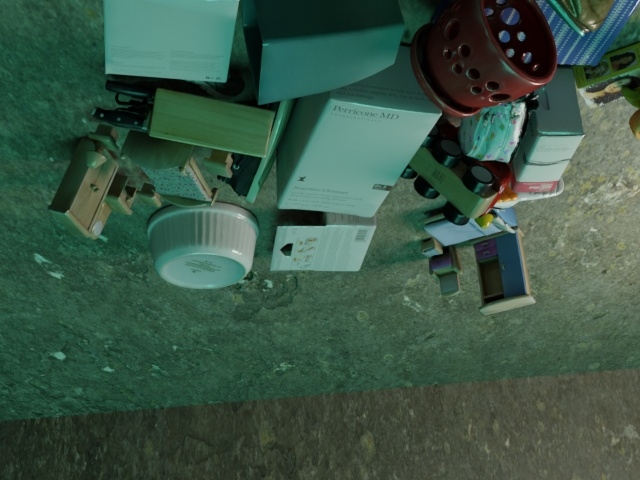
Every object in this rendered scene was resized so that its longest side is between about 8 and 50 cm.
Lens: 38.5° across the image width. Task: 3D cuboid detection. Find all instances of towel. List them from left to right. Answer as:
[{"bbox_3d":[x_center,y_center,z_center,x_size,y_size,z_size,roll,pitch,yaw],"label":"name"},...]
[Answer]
[{"bbox_3d":[0.362,-0.388,1.555,0.335,0.040,0.243,0,152,-11],"label":"towel"}]

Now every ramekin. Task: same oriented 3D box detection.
[{"bbox_3d":[-0.284,0.021,2.214,0.272,0.127,0.273,-2,155,-1],"label":"ramekin"}]

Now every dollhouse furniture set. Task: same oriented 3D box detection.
[{"bbox_3d":[-0.333,-0.067,1.837,0.355,0.174,0.303,14,159,16],"label":"dollhouse furniture set"},{"bbox_3d":[0.355,0.046,2.264,0.286,0.198,0.303,-18,150,27],"label":"dollhouse furniture set"}]

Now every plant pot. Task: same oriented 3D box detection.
[{"bbox_3d":[0.004,-0.340,1.465,0.234,0.166,0.166,-7,155,-11],"label":"plant pot"},{"bbox_3d":[0.255,-0.298,1.463,0.191,0.191,0.174,16,149,-35],"label":"plant pot"}]

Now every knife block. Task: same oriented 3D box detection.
[{"bbox_3d":[-0.255,-0.221,1.631,0.275,0.088,0.242,17,-170,39],"label":"knife block"}]

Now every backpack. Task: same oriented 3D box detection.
[{"bbox_3d":[0.324,-0.233,1.688,0.115,0.152,0.182,7,130,-2],"label":"backpack"}]

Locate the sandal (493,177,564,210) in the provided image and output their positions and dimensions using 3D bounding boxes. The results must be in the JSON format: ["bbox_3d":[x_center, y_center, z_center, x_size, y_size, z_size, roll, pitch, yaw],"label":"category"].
[{"bbox_3d":[0.414,-0.111,2.055,0.265,0.102,0.076,0,152,-12],"label":"sandal"}]

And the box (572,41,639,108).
[{"bbox_3d":[0.593,-0.320,1.689,0.232,0.058,0.087,-18,151,27],"label":"box"}]

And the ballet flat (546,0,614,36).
[{"bbox_3d":[0.336,-0.431,1.363,0.342,0.116,0.124,26,115,-34],"label":"ballet flat"}]

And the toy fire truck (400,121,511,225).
[{"bbox_3d":[0.289,-0.153,1.845,0.246,0.217,0.158,-29,155,-42],"label":"toy fire truck"}]

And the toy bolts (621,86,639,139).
[{"bbox_3d":[0.686,-0.238,1.618,0.218,0.159,0.228,9,151,-26],"label":"toy bolts"}]

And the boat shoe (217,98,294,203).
[{"bbox_3d":[-0.135,-0.201,1.788,0.113,0.127,0.340,25,151,-1],"label":"boat shoe"}]

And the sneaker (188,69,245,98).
[{"bbox_3d":[-0.190,-0.305,1.624,0.076,0.065,0.166,-34,146,34],"label":"sneaker"}]

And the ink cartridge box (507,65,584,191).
[{"bbox_3d":[0.427,-0.213,1.775,0.092,0.159,0.218,-2,155,-2],"label":"ink cartridge box"}]

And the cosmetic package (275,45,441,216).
[{"bbox_3d":[0.058,-0.206,1.743,0.217,0.156,0.385,4,153,-14],"label":"cosmetic package"}]

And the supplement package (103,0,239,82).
[{"bbox_3d":[-0.228,-0.363,1.390,0.194,0.149,0.203,2,154,-11],"label":"supplement package"}]

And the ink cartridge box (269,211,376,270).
[{"bbox_3d":[0.000,0.000,2.285,0.238,0.060,0.275,1,155,-7],"label":"ink cartridge box"}]
